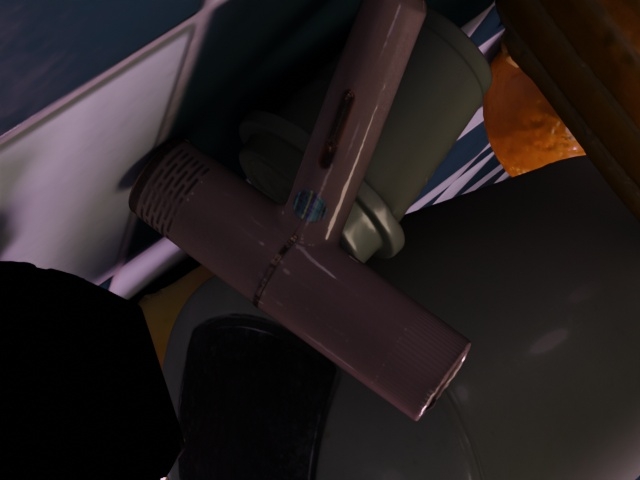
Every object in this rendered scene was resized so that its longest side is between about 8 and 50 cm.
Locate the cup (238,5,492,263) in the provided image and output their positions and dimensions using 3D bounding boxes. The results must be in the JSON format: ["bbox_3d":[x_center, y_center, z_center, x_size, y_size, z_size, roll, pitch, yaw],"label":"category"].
[{"bbox_3d":[0.032,-0.066,0.786,0.141,0.120,0.120,-46,176,-11],"label":"cup"}]

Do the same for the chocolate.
[{"bbox_3d":[-0.154,0.075,0.663,0.156,0.156,0.133,-39,-170,-5],"label":"chocolate"}]

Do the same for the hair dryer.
[{"bbox_3d":[0.034,-0.048,0.686,0.220,0.195,0.053,-56,169,13],"label":"hair dryer"}]

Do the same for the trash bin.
[{"bbox_3d":[0.094,0.106,0.947,0.432,0.280,0.280,-22,164,-42],"label":"trash bin"}]

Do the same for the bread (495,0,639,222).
[{"bbox_3d":[0.233,-0.138,0.862,0.111,0.246,0.239,-34,170,-18],"label":"bread"}]

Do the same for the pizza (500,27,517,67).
[{"bbox_3d":[0.233,-0.217,1.135,0.182,0.062,0.161,-46,177,37],"label":"pizza"}]

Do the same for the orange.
[{"bbox_3d":[0.259,-0.141,1.280,0.219,0.193,0.219,-40,158,-20],"label":"orange"}]

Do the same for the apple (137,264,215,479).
[{"bbox_3d":[-0.112,0.156,1.171,0.309,0.314,0.252,-41,-144,11],"label":"apple"}]
